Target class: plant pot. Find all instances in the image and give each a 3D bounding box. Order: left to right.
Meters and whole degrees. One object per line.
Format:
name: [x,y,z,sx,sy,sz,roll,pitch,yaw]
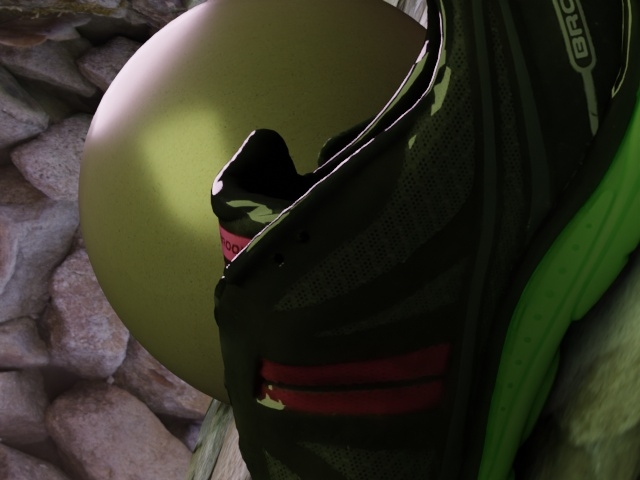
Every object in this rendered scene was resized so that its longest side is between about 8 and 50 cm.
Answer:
plant pot: [0.000,0.000,0.968,0.284,0.284,0.191,-66,21,14]

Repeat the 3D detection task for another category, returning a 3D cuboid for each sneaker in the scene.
sneaker: [0.022,0.045,0.812,0.185,0.202,0.483,-101,35,-80]
